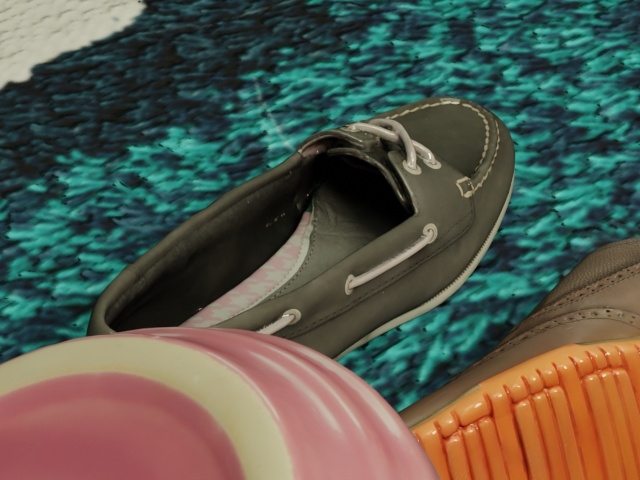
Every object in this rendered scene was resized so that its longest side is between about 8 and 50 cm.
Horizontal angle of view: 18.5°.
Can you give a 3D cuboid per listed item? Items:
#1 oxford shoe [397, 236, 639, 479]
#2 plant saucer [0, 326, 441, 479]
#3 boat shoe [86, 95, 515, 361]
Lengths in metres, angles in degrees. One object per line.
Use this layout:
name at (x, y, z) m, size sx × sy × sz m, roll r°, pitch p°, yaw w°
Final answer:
oxford shoe at (0.141, 0.079, 0.976) m, size 0.363 × 0.130 × 0.132 m, roll -20°, pitch 24°, yaw -23°
plant saucer at (-0.105, 0.163, 0.822) m, size 0.332 × 0.084 × 0.332 m, roll -16°, pitch 47°, yaw 17°
boat shoe at (0.000, 0.000, 1.069) m, size 0.112 × 0.095 × 0.335 m, roll 27°, pitch 50°, yaw 30°
